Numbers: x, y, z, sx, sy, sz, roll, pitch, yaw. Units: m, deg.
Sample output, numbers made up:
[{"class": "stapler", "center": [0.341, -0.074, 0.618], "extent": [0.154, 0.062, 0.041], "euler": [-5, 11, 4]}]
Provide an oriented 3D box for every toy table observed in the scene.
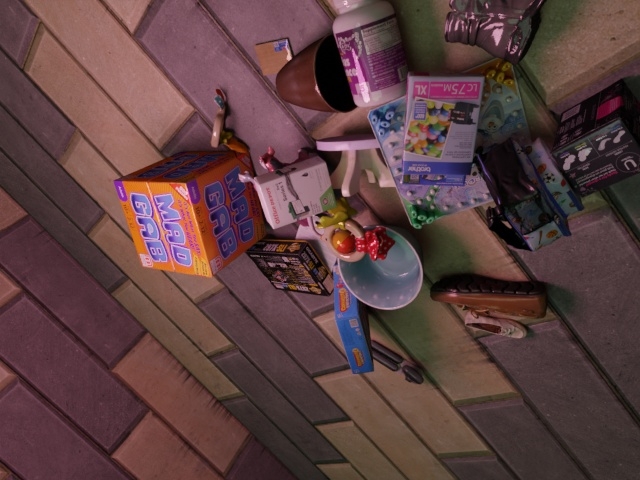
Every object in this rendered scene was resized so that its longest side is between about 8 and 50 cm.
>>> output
[{"class": "toy table", "center": [0.125, -0.243, 1.523], "extent": [0.275, 0.252, 0.160], "euler": [8, 113, 41]}]

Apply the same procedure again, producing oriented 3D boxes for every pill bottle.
[{"class": "pill bottle", "center": [0.129, -0.526, 1.306], "extent": [0.169, 0.169, 0.301], "euler": [-3, 118, 34]}]

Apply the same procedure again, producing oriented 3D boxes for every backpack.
[{"class": "backpack", "center": [0.538, -0.113, 1.261], "extent": [0.213, 0.276, 0.263], "euler": [-21, 131, 26]}]

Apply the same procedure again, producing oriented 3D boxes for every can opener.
[{"class": "can opener", "center": [0.324, 0.524, 2.126], "extent": [0.281, 0.074, 0.093], "euler": [29, 152, 11]}]

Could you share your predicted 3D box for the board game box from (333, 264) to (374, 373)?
[{"class": "board game box", "center": [0.126, 0.295, 1.886], "extent": [0.086, 0.301, 0.308], "euler": [-12, 125, 8]}]

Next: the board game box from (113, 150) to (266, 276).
[{"class": "board game box", "center": [-0.478, -0.117, 1.865], "extent": [0.357, 0.356, 0.355], "euler": [5, 119, 29]}]

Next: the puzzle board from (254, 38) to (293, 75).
[{"class": "puzzle board", "center": [-0.142, -0.580, 1.554], "extent": [0.128, 0.011, 0.096], "euler": [2, 125, 31]}]

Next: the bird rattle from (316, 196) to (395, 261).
[{"class": "bird rattle", "center": [0.105, -0.013, 1.615], "extent": [0.254, 0.143, 0.207], "euler": [37, 137, -2]}]

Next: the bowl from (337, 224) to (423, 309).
[{"class": "bowl", "center": [0.233, 0.067, 1.717], "extent": [0.312, 0.163, 0.311], "euler": [13, 118, 26]}]

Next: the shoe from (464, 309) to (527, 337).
[{"class": "shoe", "center": [0.630, 0.314, 1.771], "extent": [0.219, 0.058, 0.076], "euler": [15, 132, 21]}]

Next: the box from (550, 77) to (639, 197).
[{"class": "box", "center": [0.663, -0.240, 1.154], "extent": [0.142, 0.247, 0.163], "euler": [49, 135, -10]}]

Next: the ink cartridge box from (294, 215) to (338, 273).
[{"class": "ink cartridge box", "center": [0.000, 0.000, 1.921], "extent": [0.189, 0.066, 0.232], "euler": [28, 127, 10]}]

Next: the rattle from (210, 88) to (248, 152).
[{"class": "rattle", "center": [-0.321, -0.424, 1.758], "extent": [0.143, 0.130, 0.199], "euler": [18, 107, 5]}]

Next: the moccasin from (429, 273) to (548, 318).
[{"class": "moccasin", "center": [0.566, 0.202, 1.677], "extent": [0.381, 0.139, 0.146], "euler": [1, 117, 21]}]

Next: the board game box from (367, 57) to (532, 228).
[{"class": "board game box", "center": [0.379, -0.250, 1.363], "extent": [0.390, 0.050, 0.389], "euler": [-19, 116, 16]}]

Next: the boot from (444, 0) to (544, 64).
[{"class": "boot", "center": [0.419, -0.592, 1.123], "extent": [0.223, 0.118, 0.338], "euler": [31, 130, 18]}]

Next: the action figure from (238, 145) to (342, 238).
[{"class": "action figure", "center": [-0.106, -0.165, 1.662], "extent": [0.248, 0.275, 0.370], "euler": [-33, 142, 8]}]

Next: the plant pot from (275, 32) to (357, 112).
[{"class": "plant pot", "center": [-0.020, -0.476, 1.446], "extent": [0.231, 0.215, 0.215], "euler": [7, 130, 45]}]

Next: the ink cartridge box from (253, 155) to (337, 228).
[{"class": "ink cartridge box", "center": [-0.078, -0.149, 1.534], "extent": [0.092, 0.220, 0.160], "euler": [-127, 18, -62]}]

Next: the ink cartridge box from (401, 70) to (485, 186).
[{"class": "ink cartridge box", "center": [0.313, -0.279, 1.291], "extent": [0.186, 0.065, 0.310], "euler": [2, 121, 5]}]

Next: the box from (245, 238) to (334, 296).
[{"class": "box", "center": [-0.124, 0.108, 2.002], "extent": [0.322, 0.079, 0.257], "euler": [1, 139, 42]}]
